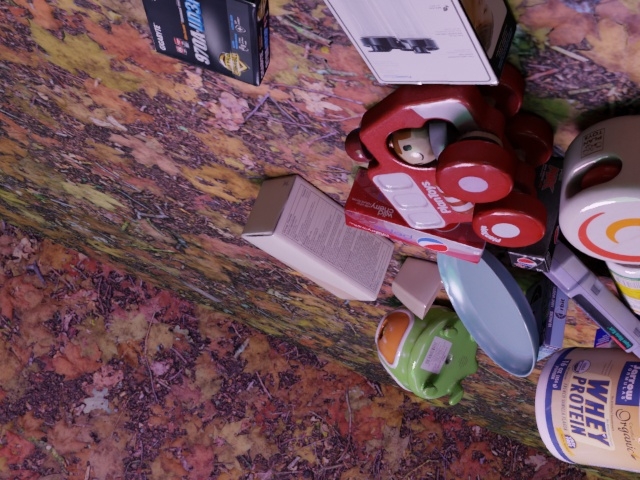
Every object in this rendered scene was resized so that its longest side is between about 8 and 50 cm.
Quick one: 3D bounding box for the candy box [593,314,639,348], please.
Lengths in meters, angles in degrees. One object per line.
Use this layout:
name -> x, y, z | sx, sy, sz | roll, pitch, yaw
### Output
candy box -> 0.772, 0.267, 1.692 | 0.317, 0.122, 0.268 | 21, 160, -5

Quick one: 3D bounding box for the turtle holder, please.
turtle holder -> 0.291, 0.268, 2.109 | 0.320, 0.243, 0.227 | -15, -153, -40

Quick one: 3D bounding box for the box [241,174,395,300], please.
box -> 0.000, 0.000, 1.733 | 0.311, 0.148, 0.121 | 35, 157, -33

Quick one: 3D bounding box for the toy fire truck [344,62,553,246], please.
toy fire truck -> 0.173, -0.109, 1.135 | 0.253, 0.169, 0.302 | -6, 148, 33

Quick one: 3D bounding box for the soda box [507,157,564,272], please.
soda box -> 0.333, -0.040, 1.219 | 0.060, 0.169, 0.053 | 12, 159, 25

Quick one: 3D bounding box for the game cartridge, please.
game cartridge -> 0.432, 0.063, 1.401 | 0.355, 0.068, 0.230 | 36, -164, -38

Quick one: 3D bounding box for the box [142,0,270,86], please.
box -> -0.161, -0.317, 1.154 | 0.175, 0.051, 0.220 | 20, 162, 3

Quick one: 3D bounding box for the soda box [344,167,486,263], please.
soda box -> 0.180, -0.044, 1.495 | 0.263, 0.092, 0.083 | 17, 162, 10

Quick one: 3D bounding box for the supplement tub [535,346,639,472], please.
supplement tub -> 0.586, 0.313, 1.500 | 0.228, 0.228, 0.316 | 33, 155, -33

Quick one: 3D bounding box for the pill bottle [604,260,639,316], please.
pill bottle -> 0.538, 0.053, 1.325 | 0.117, 0.118, 0.208 | 7, 152, 36

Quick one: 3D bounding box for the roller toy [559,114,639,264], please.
roller toy -> 0.420, -0.071, 1.079 | 0.191, 0.146, 0.209 | 6, 153, 13

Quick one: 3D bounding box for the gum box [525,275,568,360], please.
gum box -> 0.458, 0.161, 1.671 | 0.041, 0.157, 0.184 | 14, 161, 1

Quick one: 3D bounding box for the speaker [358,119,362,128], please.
speaker -> 0.118, -0.180, 1.240 | 0.055, 0.055, 0.136 | 30, 159, -27

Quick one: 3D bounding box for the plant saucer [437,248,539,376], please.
plant saucer -> 0.343, 0.127, 1.642 | 0.318, 0.043, 0.318 | 56, 166, 23

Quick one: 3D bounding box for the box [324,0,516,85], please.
box -> 0.091, -0.292, 0.901 | 0.169, 0.087, 0.290 | 7, 157, 35

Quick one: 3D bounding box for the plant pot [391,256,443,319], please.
plant pot -> 0.221, 0.100, 1.853 | 0.096, 0.109, 0.109 | 29, 164, 14
